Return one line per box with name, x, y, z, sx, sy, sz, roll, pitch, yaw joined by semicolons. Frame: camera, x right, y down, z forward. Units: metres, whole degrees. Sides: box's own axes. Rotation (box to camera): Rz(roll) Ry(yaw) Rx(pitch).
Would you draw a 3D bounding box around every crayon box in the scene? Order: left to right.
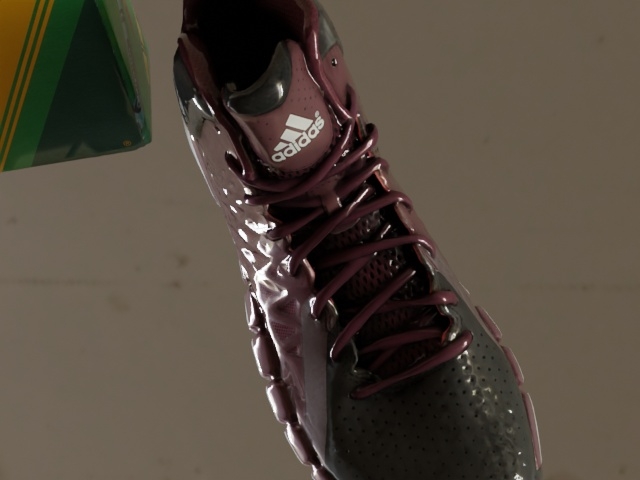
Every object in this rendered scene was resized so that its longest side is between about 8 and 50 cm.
crayon box;-0.233;-0.104;0.770;0.279;0.081;0.165;-9;-40;4

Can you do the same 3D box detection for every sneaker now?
sneaker;0.000;0.000;0.692;0.106;0.162;0.281;-28;-111;-3
